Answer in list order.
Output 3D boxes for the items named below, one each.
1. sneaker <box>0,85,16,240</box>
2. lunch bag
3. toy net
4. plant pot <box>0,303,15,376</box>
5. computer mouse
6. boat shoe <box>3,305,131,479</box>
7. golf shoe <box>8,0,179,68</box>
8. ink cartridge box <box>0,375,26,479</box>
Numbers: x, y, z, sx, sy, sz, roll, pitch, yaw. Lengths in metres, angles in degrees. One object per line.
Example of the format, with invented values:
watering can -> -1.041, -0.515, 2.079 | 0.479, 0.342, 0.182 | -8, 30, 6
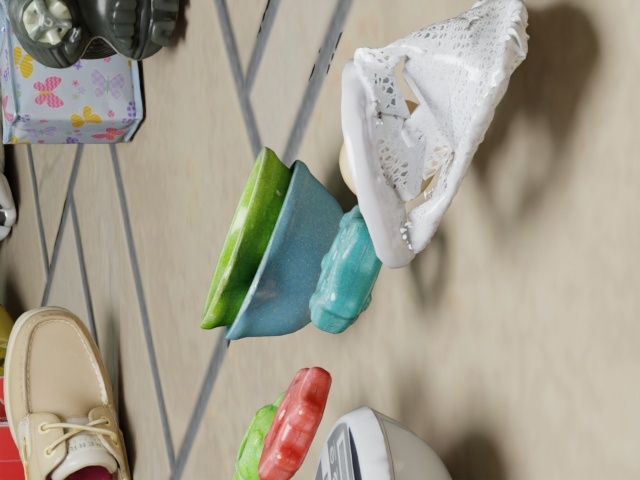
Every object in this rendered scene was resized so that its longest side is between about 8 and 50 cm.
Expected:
sneaker -> -0.298, -0.031, 1.403 | 0.292, 0.110, 0.118 | -38, 46, 56
lunch bag -> -0.133, -0.096, 0.954 | 0.053, 0.071, 0.083 | 131, 136, -64
toy net -> 0.000, 0.000, 0.550 | 0.232, 0.045, 0.122 | 124, 167, -64
plant pot -> -0.252, 0.089, 1.243 | 0.095, 0.134, 0.134 | 16, 107, 44
computer mouse -> 0.015, 0.114, 0.580 | 0.193, 0.042, 0.106 | 113, 156, -60
boat shoe -> -0.127, 0.117, 0.964 | 0.059, 0.063, 0.170 | 166, 94, -68
golf shoe -> -0.112, -0.221, 0.855 | 0.120, 0.105, 0.273 | -115, 31, -65
ink cartridge box -> -0.203, 0.169, 1.061 | 0.078, 0.134, 0.231 | -129, 43, -62
